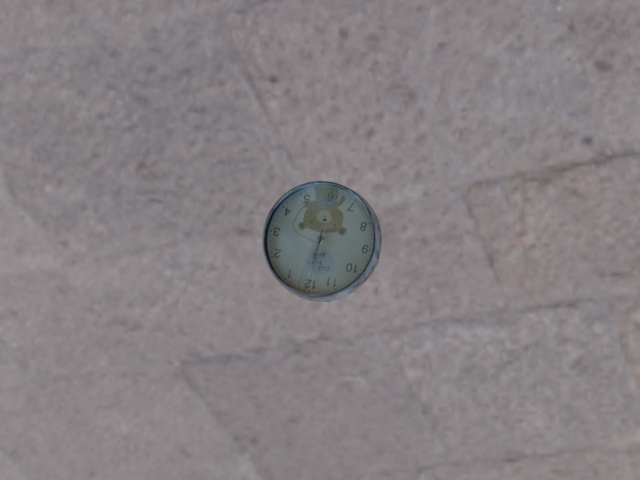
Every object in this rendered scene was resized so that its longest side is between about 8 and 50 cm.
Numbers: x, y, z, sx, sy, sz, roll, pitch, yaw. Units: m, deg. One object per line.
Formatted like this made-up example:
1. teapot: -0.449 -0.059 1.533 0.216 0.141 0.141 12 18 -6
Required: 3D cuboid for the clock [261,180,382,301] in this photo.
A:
1. clock: 0.000 0.000 0.852 0.085 0.085 0.017 -6 170 13
